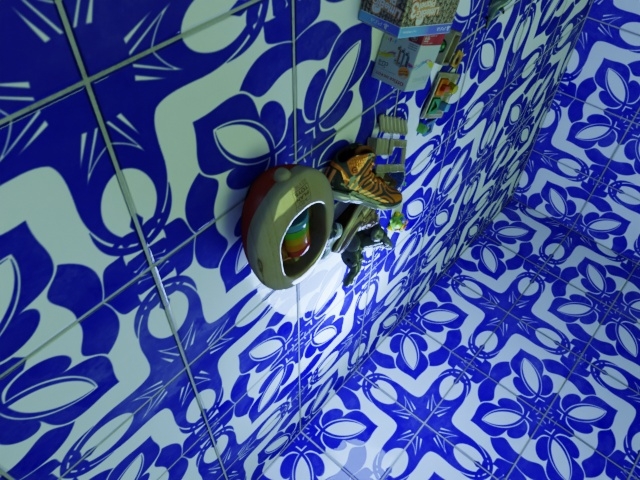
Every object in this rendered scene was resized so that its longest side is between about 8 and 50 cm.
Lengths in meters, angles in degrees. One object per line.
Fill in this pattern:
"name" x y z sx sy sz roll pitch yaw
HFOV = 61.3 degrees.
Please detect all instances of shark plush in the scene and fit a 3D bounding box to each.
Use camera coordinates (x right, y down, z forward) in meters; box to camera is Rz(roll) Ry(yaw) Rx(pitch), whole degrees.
"shark plush" 0.650 -0.853 1.978 0.161 0.067 0.073 -52 156 -9

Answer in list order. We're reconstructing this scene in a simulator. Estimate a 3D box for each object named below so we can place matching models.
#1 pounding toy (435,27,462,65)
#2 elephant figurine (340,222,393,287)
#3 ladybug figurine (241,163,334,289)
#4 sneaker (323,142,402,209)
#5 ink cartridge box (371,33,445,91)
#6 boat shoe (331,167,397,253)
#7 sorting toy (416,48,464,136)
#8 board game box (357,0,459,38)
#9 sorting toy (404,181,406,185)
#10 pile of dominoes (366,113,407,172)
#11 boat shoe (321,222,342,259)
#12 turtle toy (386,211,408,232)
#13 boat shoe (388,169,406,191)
"pounding toy" 0.380 -0.643 1.733 0.141 0.100 0.130 -35 150 -59
"elephant figurine" 0.134 0.021 2.028 0.240 0.186 0.169 -33 121 10
"ladybug figurine" -0.101 -0.046 1.482 0.305 0.162 0.449 -41 152 -29
"sneaker" 0.162 -0.205 1.725 0.321 0.124 0.179 5 116 -37
"ink cartridge box" 0.252 -0.538 1.563 0.127 0.128 0.176 -26 141 -48
"boat shoe" 0.156 -0.089 1.905 0.341 0.123 0.123 -59 -164 -4
"sorting toy" 0.465 -0.545 2.044 0.196 0.047 0.347 -22 138 -51
"board game box" 0.250 -0.677 1.343 0.232 0.141 0.290 -24 141 -39
"sorting toy" 0.336 -0.234 2.231 0.083 0.012 0.062 -30 145 -44
"pile of dominoes" 0.236 -0.336 1.882 0.251 0.040 0.195 -13 111 -58
"boat shoe" 0.000 0.000 1.860 0.083 0.065 0.183 2 140 -27
"turtle toy" 0.342 -0.074 2.374 0.095 0.066 0.130 -61 155 10
"boat shoe" 0.290 -0.218 2.117 0.066 0.066 0.183 -37 159 -46
